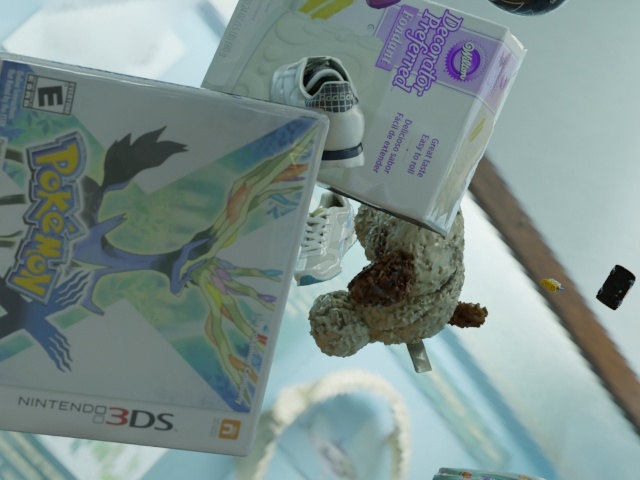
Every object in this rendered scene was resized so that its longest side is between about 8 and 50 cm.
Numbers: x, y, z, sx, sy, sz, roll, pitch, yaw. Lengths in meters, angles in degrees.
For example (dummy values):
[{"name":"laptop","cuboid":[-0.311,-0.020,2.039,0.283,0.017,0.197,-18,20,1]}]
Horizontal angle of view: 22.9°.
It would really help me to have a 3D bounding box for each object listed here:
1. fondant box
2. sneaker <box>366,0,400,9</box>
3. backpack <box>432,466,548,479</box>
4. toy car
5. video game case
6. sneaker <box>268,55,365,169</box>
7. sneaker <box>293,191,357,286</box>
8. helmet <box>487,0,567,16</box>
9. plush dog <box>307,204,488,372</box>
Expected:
[{"name":"fondant box","cuboid":[0.038,-0.176,1.826,0.330,0.238,0.096,22,-3,23]},{"name":"sneaker","cuboid":[0.035,-0.279,1.355,0.102,0.282,0.161,19,-72,46]},{"name":"backpack","cuboid":[0.201,0.308,1.712,0.182,0.115,0.152,6,-22,13]},{"name":"toy car","cuboid":[0.358,0.050,2.083,0.122,0.060,0.040,17,10,27]},{"name":"video game case","cuboid":[-0.170,0.021,1.383,0.300,0.329,0.036,9,13,-19]},{"name":"sneaker","cuboid":[-0.002,-0.152,1.629,0.235,0.090,0.095,-125,-153,-63]},{"name":"sneaker","cuboid":[0.000,0.000,2.668,0.087,0.229,0.092,-11,-64,22]},{"name":"helmet","cuboid":[0.268,-0.376,2.070,0.169,0.169,0.162,19,-55,51]},{"name":"plush dog","cuboid":[0.118,0.028,1.983,0.210,0.262,0.225,21,-27,9]}]
